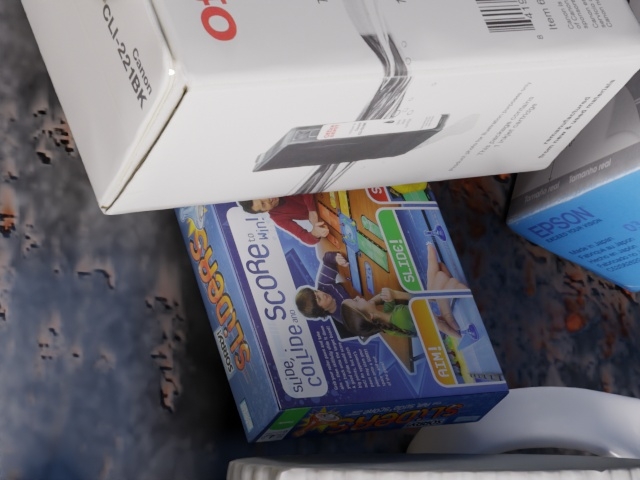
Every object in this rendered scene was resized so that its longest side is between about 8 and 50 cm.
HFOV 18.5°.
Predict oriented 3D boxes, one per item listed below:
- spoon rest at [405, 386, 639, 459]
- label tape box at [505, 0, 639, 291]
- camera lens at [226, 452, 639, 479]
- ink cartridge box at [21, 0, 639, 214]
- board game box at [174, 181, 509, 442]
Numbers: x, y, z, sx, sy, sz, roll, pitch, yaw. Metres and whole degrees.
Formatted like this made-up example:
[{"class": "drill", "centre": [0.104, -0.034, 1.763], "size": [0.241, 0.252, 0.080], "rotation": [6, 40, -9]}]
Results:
[{"class": "spoon rest", "centre": [0.186, 0.133, 1.022], "size": [0.276, 0.084, 0.137], "rotation": [12, 39, -10]}, {"class": "label tape box", "centre": [0.241, -0.160, 1.090], "size": [0.106, 0.240, 0.333], "rotation": [26, 65, -22]}, {"class": "camera lens", "centre": [0.056, 0.235, 0.873], "size": [0.219, 0.219, 0.274], "rotation": [3, 85, -31]}, {"class": "ink cartridge box", "centre": [-0.004, -0.132, 0.974], "size": [0.273, 0.114, 0.197], "rotation": [-6, 61, -34]}, {"class": "board game box", "centre": [0.000, 0.000, 0.985], "size": [0.136, 0.035, 0.201], "rotation": [-1, 59, -32]}]
